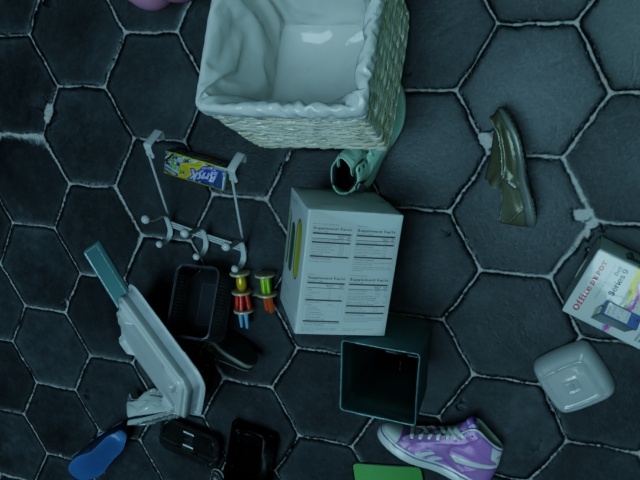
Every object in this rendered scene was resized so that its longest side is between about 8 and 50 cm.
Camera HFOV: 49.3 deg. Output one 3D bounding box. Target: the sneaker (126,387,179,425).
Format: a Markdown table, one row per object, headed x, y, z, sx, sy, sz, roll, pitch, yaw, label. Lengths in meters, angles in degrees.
| x | y | z | sx | sy | sz | roll | pitch | yaw | label |
| --- | --- | --- | --- | --- | --- | --- | --- | --- | --- |
| -0.432 | 0.446 | 1.916 | 0.235 | 0.090 | 0.095 | -14 | 67 | 14 | sneaker |

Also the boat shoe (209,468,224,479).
| x | y | z | sx | sy | sz | roll | pitch | yaw | label |
| --- | --- | --- | --- | --- | --- | --- | --- | --- | --- |
| -0.299 | 0.705 | 1.968 | 0.046 | 0.038 | 0.125 | 14 | 112 | 19 | boat shoe |

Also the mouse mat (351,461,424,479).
| x | y | z | sx | sy | sz | roll | pitch | yaw | label |
| --- | --- | --- | --- | --- | --- | --- | --- | --- | --- |
| 0.177 | 0.635 | 1.769 | 0.190 | 0.007 | 0.152 | -3 | 106 | 24 | mouse mat |

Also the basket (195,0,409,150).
| x | y | z | sx | sy | sz | roll | pitch | yaw | label |
| --- | --- | --- | --- | --- | --- | --- | --- | --- | --- |
| -0.017 | -0.349 | 1.315 | 0.328 | 0.266 | 0.331 | 5 | 79 | 21 | basket |

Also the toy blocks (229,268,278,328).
| x | y | z | sx | sy | sz | roll | pitch | yaw | label |
| --- | --- | --- | --- | --- | --- | --- | --- | --- | --- |
| -0.160 | 0.148 | 1.719 | 0.123 | 0.054 | 0.148 | 3 | 108 | 22 | toy blocks |

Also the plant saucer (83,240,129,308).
| x | y | z | sx | sy | sz | roll | pitch | yaw | label |
| --- | --- | --- | --- | --- | --- | --- | --- | --- | --- |
| -0.576 | 0.096 | 1.893 | 0.067 | 0.018 | 0.192 | -28 | 94 | 27 | plant saucer |

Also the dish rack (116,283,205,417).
| x | y | z | sx | sy | sz | roll | pitch | yaw | label |
| --- | --- | --- | --- | --- | --- | --- | --- | --- | --- |
| -0.417 | 0.295 | 1.759 | 0.333 | 0.072 | 0.285 | 50 | 151 | 18 | dish rack |

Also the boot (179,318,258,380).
| x | y | z | sx | sy | sz | roll | pitch | yaw | label |
| --- | --- | --- | --- | --- | --- | --- | --- | --- | --- |
| -0.278 | 0.315 | 1.808 | 0.236 | 0.085 | 0.178 | 27 | 117 | 19 | boot |

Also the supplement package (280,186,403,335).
| x | y | z | sx | sy | sz | roll | pitch | yaw | label |
| --- | --- | --- | --- | --- | --- | --- | --- | --- | --- |
| 0.036 | 0.040 | 1.474 | 0.198 | 0.199 | 0.262 | 3 | 107 | -14 | supplement package |

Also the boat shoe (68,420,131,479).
| x | y | z | sx | sy | sz | roll | pitch | yaw | label |
| --- | --- | --- | --- | --- | --- | --- | --- | --- | --- |
| -0.637 | 0.623 | 2.057 | 0.258 | 0.089 | 0.109 | -33 | 106 | 23 | boat shoe |

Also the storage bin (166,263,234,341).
| x | y | z | sx | sy | sz | roll | pitch | yaw | label |
| --- | --- | --- | --- | --- | --- | --- | --- | --- | --- |
| -0.295 | 0.155 | 1.720 | 0.122 | 0.084 | 0.180 | 5 | 82 | 21 | storage bin |

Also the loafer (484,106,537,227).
| x | y | z | sx | sy | sz | roll | pitch | yaw | label |
| --- | --- | --- | --- | --- | --- | --- | --- | --- | --- |
| 0.368 | -0.139 | 1.386 | 0.087 | 0.094 | 0.251 | -11 | 103 | 21 | loafer |

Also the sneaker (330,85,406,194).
| x | y | z | sx | sy | sz | roll | pitch | yaw | label |
| --- | --- | --- | --- | --- | --- | --- | --- | --- | --- |
| 0.099 | -0.209 | 1.441 | 0.094 | 0.151 | 0.256 | 24 | 114 | 14 | sneaker |

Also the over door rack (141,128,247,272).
| x | y | z | sx | sy | sz | roll | pitch | yaw | label |
| --- | --- | --- | --- | --- | --- | --- | --- | --- | --- |
| -0.297 | -0.076 | 1.626 | 0.239 | 0.108 | 0.324 | 18 | 133 | 15 | over door rack |

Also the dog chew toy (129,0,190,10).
| x | y | z | sx | sy | sz | roll | pitch | yaw | label |
| --- | --- | --- | --- | --- | --- | --- | --- | --- | --- |
| -0.295 | -0.595 | 1.456 | 0.332 | 0.206 | 0.206 | -23 | 97 | 35 | dog chew toy |

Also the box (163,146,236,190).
| x | y | z | sx | sy | sz | roll | pitch | yaw | label |
| --- | --- | --- | --- | --- | --- | --- | --- | --- | --- |
| -0.287 | -0.172 | 1.665 | 0.169 | 0.054 | 0.059 | 18 | 113 | 17 | box |

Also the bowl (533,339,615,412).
| x | y | z | sx | sy | sz | roll | pitch | yaw | label |
| --- | --- | --- | --- | --- | --- | --- | --- | --- | --- |
| 0.539 | 0.299 | 1.486 | 0.142 | 0.053 | 0.142 | -31 | 95 | 28 | bowl |

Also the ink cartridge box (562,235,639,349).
| x | y | z | sx | sy | sz | roll | pitch | yaw | label |
| --- | --- | --- | --- | --- | --- | --- | --- | --- | --- |
| 0.610 | 0.111 | 1.372 | 0.212 | 0.093 | 0.154 | 29 | 116 | 13 | ink cartridge box |

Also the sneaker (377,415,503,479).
| x | y | z | sx | sy | sz | roll | pitch | yaw | label |
| --- | --- | --- | --- | --- | --- | --- | --- | --- | --- |
| 0.284 | 0.452 | 1.621 | 0.282 | 0.102 | 0.161 | 21 | 111 | 3 | sneaker |

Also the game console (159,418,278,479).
| x | y | z | sx | sy | sz | roll | pitch | yaw | label |
| --- | --- | --- | --- | --- | --- | --- | --- | --- | --- |
| -0.290 | 0.569 | 1.911 | 0.361 | 0.044 | 0.213 | 16 | 104 | 21 | game console |

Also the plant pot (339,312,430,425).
| x | y | z | sx | sy | sz | roll | pitch | yaw | label |
| --- | --- | --- | --- | --- | --- | --- | --- | --- | --- |
| 0.158 | 0.258 | 1.524 | 0.166 | 0.234 | 0.165 | 7 | 109 | 19 | plant pot |
